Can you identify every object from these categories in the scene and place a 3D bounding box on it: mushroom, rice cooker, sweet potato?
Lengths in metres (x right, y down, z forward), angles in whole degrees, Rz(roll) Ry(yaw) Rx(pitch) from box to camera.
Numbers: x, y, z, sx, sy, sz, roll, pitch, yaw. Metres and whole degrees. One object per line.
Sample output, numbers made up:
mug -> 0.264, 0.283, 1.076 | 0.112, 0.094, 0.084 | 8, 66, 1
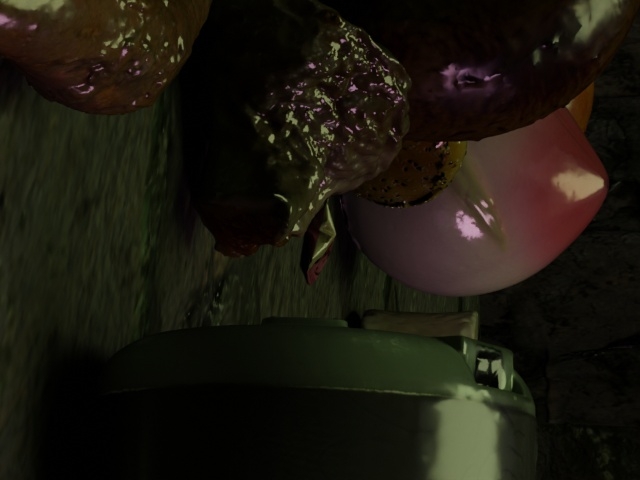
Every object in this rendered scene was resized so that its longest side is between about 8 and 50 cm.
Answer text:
mushroom -> 0.116, -0.271, 1.422 | 0.334, 0.331, 0.356 | -112, -156, -48
rice cooker -> -0.005, 0.196, 1.005 | 0.288, 0.288, 0.277 | 50, 41, -76
sweet potato -> -0.114, -0.123, 0.885 | 0.114, 0.092, 0.341 | 63, 17, -13

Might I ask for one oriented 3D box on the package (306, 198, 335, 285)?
package -> 0.000, 0.000, 1.746 | 0.059, 0.029, 0.083 | 87, 18, -69

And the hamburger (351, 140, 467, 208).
hamburger -> 0.070, -0.110, 1.763 | 0.177, 0.185, 0.113 | 33, 44, -33

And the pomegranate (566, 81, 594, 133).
pomegranate -> 0.210, -0.200, 2.263 | 0.319, 0.319, 0.319 | 1, 90, -80

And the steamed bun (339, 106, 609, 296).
steamed bun -> 0.196, -0.078, 1.985 | 0.309, 0.309, 0.309 | 1, 90, -80

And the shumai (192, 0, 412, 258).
shumai -> -0.037, -0.081, 1.249 | 0.176, 0.166, 0.206 | -55, 143, -23

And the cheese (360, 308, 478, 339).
cheese -> 0.116, 0.250, 2.073 | 0.292, 0.153, 0.332 | -5, 95, -84
